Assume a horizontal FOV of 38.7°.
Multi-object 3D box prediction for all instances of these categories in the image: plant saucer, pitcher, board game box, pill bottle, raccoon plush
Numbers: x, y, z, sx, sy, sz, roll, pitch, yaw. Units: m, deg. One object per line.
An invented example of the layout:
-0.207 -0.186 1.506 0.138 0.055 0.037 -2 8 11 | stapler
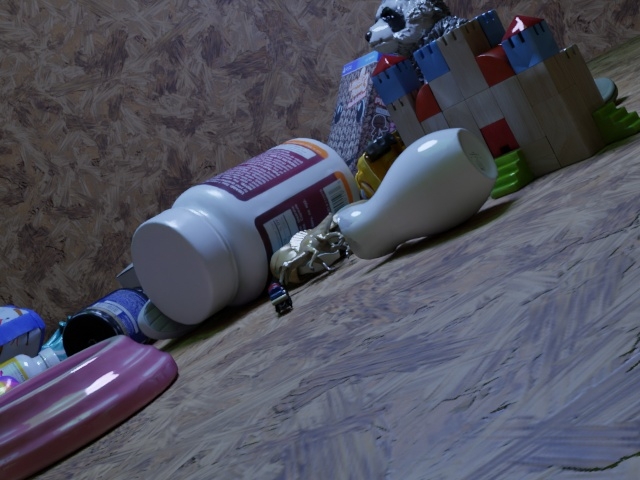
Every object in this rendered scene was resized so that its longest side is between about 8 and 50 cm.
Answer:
-0.349 0.218 1.188 0.332 0.084 0.332 -27 5 2 | plant saucer
0.149 -0.061 1.257 0.207 0.125 0.177 -38 -16 32 | pitcher
0.121 -0.242 1.990 0.141 0.291 0.232 13 -3 -17 | board game box
-0.126 -0.020 1.613 0.224 0.224 0.392 -23 7 46 | pill bottle
0.310 -0.384 1.836 0.446 0.299 0.216 0 -20 -25 | raccoon plush
-0.548 0.267 1.621 0.184 0.103 0.103 -30 5 -25 | pill bottle
-0.379 0.159 1.715 0.122 0.123 0.219 -26 5 19 | pill bottle

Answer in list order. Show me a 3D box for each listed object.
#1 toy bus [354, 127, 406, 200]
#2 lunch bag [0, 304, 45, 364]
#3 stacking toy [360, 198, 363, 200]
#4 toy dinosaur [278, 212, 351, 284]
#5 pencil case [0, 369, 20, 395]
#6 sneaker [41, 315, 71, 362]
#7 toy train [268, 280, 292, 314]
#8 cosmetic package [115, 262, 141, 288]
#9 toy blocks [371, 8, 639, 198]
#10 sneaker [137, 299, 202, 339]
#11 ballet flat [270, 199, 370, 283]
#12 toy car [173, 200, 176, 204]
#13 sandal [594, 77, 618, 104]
0.138 -0.122 1.729 0.220 0.149 0.211 -34 1 -35 | toy bus
-0.766 0.292 1.816 0.385 0.239 0.328 -33 0 24 | lunch bag
0.037 -0.109 2.326 0.141 0.141 0.330 -32 0 -41 | stacking toy
0.000 0.000 1.431 0.092 0.053 0.183 15 46 26 | toy dinosaur
-0.557 0.296 1.422 0.104 0.104 0.236 -25 6 29 | pencil case
-0.536 0.216 2.048 0.275 0.110 0.107 -30 5 -35 | sneaker
-0.060 0.079 1.320 0.027 0.036 0.158 -28 5 -3 | toy train
-0.287 0.035 2.025 0.129 0.153 0.296 -26 15 48 | cosmetic package
0.244 -0.209 1.344 0.190 0.261 0.381 -32 7 -40 | toy blocks
-0.244 0.126 1.644 0.091 0.094 0.258 -49 -10 32 | sneaker
0.024 0.008 1.516 0.232 0.080 0.073 -33 35 -26 | ballet flat
-0.229 0.000 1.844 0.149 0.188 0.155 -36 25 34 | toy car
0.431 -0.239 1.647 0.302 0.086 0.120 -31 6 -34 | sandal
